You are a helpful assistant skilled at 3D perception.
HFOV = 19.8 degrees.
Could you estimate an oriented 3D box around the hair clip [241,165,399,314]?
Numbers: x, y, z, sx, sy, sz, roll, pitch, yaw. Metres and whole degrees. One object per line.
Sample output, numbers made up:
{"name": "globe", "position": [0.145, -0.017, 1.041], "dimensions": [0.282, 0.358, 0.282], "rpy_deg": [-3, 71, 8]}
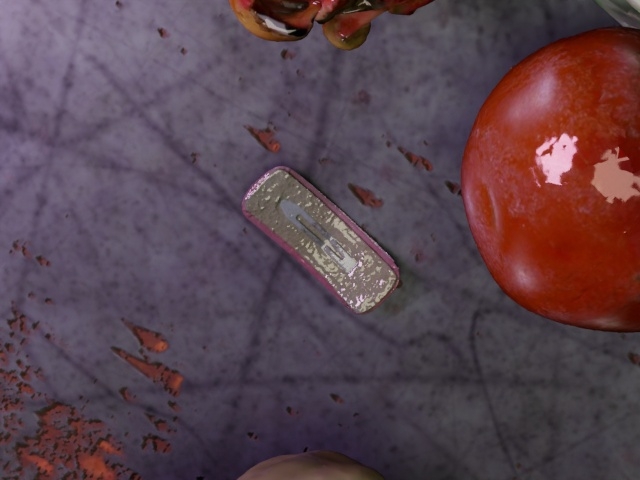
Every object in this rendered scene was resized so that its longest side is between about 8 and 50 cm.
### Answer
{"name": "hair clip", "position": [0.000, -0.001, 1.425], "dimensions": [0.137, 0.022, 0.054], "rpy_deg": [41, 103, -8]}

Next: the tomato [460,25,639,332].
{"name": "tomato", "position": [0.212, -0.035, 1.310], "dimensions": [0.232, 0.188, 0.232], "rpy_deg": [-1, 119, -1]}

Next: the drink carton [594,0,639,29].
{"name": "drink carton", "position": [0.246, -0.213, 1.292], "dimensions": [0.146, 0.142, 0.144], "rpy_deg": [39, 105, -10]}

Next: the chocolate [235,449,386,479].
{"name": "chocolate", "position": [-0.053, 0.318, 1.361], "dimensions": [0.314, 0.326, 0.297], "rpy_deg": [6, 111, 12]}

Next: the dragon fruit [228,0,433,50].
{"name": "dragon fruit", "position": [-0.008, -0.269, 1.244], "dimensions": [0.269, 0.250, 0.291], "rpy_deg": [-17, 119, 13]}
